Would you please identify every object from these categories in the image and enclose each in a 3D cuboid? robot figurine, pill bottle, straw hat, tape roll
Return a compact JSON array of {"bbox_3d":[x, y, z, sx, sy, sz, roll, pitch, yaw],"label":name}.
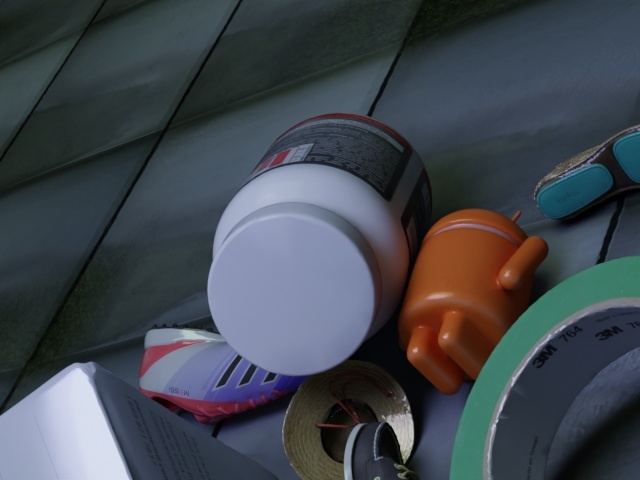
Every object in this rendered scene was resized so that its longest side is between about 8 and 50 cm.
[{"bbox_3d":[0.154,0.055,1.887,0.158,0.128,0.219,102,-174,-45],"label":"robot figurine"},{"bbox_3d":[0.000,0.000,1.977,0.210,0.210,0.363,-32,9,18],"label":"pill bottle"},{"bbox_3d":[0.031,0.200,1.896,0.144,0.144,0.061,-48,-14,-14],"label":"straw hat"},{"bbox_3d":[0.250,0.171,1.537,0.321,0.077,0.321,-30,44,34],"label":"tape roll"}]

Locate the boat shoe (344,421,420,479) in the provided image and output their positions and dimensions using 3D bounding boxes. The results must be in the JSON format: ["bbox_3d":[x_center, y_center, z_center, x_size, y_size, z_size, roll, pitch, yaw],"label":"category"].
[{"bbox_3d":[0.069,0.258,1.750,0.069,0.081,0.227,-26,37,22],"label":"boat shoe"}]

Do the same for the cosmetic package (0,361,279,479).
[{"bbox_3d":[-0.212,0.381,1.547,0.394,0.327,0.329,-36,53,11],"label":"cosmetic package"}]

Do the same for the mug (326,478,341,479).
[{"bbox_3d":[-0.036,0.319,1.795,0.169,0.150,0.113,-24,-7,22],"label":"mug"}]

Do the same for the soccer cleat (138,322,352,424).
[{"bbox_3d":[-0.091,0.159,2.107,0.318,0.109,0.116,-2,72,44],"label":"soccer cleat"}]

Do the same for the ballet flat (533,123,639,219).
[{"bbox_3d":[0.320,-0.086,1.950,0.206,0.073,0.067,-21,18,28],"label":"ballet flat"}]
